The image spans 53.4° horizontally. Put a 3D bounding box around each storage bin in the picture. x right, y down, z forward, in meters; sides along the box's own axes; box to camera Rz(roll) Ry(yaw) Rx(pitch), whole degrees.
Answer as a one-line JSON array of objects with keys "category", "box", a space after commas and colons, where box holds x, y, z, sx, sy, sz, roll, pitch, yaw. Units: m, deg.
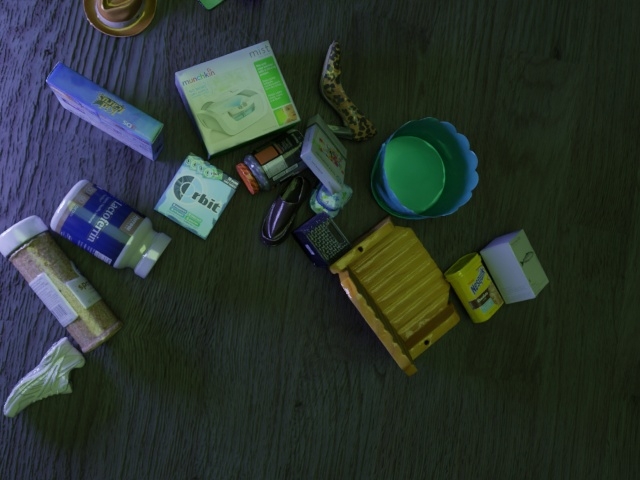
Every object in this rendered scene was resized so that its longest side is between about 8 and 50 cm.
[{"category": "storage bin", "box": [0.000, 0.000, 1.704, 0.084, 0.180, 0.122, -38, 97, -10]}]

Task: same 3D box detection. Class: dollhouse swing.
[{"category": "dollhouse swing", "box": [0.224, 0.136, 1.691, 0.315, 0.305, 0.347, -37, 96, -11]}]

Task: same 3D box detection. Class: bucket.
[{"category": "bucket", "box": [0.275, -0.190, 1.772, 0.281, 0.183, 0.281, 0, 88, -12]}]

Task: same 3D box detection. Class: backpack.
[{"category": "backpack", "box": [0.023, -0.117, 1.763, 0.105, 0.084, 0.114, 33, 85, -8]}]

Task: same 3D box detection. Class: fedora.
[{"category": "fedora", "box": [-0.522, -0.630, 1.653, 0.194, 0.079, 0.194, 0, 89, -12]}]

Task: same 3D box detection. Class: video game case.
[{"category": "video game case", "box": [-0.515, -0.308, 1.561, 0.269, 0.244, 0.061, 31, 82, -11]}]

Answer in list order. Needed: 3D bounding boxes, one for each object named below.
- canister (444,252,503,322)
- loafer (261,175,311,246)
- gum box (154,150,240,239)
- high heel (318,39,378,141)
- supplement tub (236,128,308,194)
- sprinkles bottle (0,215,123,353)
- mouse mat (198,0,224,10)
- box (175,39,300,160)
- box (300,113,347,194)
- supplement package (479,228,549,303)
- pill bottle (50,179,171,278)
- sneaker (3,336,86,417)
[{"category": "canister", "box": [0.448, 0.138, 1.848, 0.126, 0.073, 0.170, -37, 99, -35]}, {"category": "loafer", "box": [-0.101, -0.089, 1.727, 0.080, 0.078, 0.220, 23, 78, 12]}, {"category": "gum box", "box": [-0.329, -0.119, 1.703, 0.157, 0.041, 0.184, 31, 83, -10]}, {"category": "high heel", "box": [0.085, -0.411, 1.773, 0.186, 0.093, 0.261, 8, 103, -7]}, {"category": "supplement tub", "box": [-0.124, -0.209, 1.714, 0.190, 0.117, 0.117, -32, 96, -11]}, {"category": "sprinkles bottle", "box": [-0.647, 0.111, 1.585, 0.121, 0.121, 0.355, -38, 97, -11]}, {"category": "mouse mat", "box": [-0.285, -0.740, 1.747, 0.190, 0.007, 0.152, -40, 98, -10]}, {"category": "box", "box": [-0.221, -0.370, 1.694, 0.262, 0.127, 0.231, -22, 95, -12]}, {"category": "box", "box": [0.012, -0.233, 1.703, 0.038, 0.186, 0.145, -25, 123, 27]}, {"category": "supplement package", "box": [0.565, 0.077, 1.854, 0.105, 0.105, 0.179, -33, 97, -41]}, {"category": "pill bottle", "box": [-0.521, -0.023, 1.601, 0.265, 0.153, 0.153, 33, 82, -11]}, {"category": "sneaker", "box": [-0.682, 0.362, 1.588, 0.115, 0.090, 0.232, 44, 81, -12]}]
